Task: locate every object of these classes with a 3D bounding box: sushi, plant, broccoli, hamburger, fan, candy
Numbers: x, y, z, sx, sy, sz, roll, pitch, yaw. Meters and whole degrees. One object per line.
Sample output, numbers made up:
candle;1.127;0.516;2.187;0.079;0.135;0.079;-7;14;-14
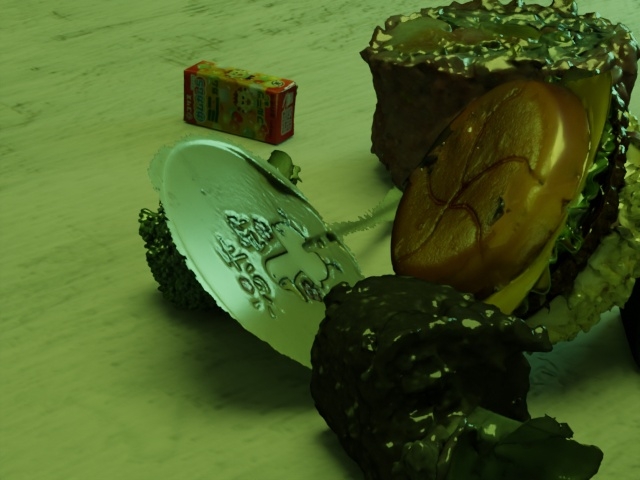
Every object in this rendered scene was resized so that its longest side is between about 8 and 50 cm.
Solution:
sushi;0.172;-0.130;1.368;0.270;0.170;0.236;4;26;7
plant;0.078;0.106;0.919;0.142;0.131;0.203;-12;31;-34
broccoli;-0.067;-0.015;1.175;0.122;0.118;0.204;-13;21;31
hamburger;0.158;-0.015;1.088;0.139;0.243;0.262;32;-9;-25
fan;-0.001;0.000;1.151;0.233;0.012;0.415;55;25;9
candy;-0.086;-0.147;1.495;0.122;0.062;0.038;16;29;24

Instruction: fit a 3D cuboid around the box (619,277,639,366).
box;0.339;0.046;1.109;0.201;0.090;0.144;3;26;1
